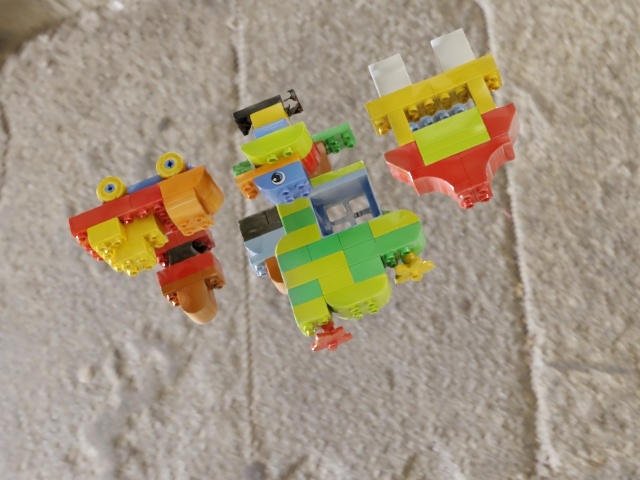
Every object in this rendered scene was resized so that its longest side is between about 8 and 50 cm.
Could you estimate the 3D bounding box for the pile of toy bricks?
[{"bbox_3d":[0.000,0.000,0.629,0.212,0.118,0.105,-22,62,6],"label":"pile of toy bricks"}]
